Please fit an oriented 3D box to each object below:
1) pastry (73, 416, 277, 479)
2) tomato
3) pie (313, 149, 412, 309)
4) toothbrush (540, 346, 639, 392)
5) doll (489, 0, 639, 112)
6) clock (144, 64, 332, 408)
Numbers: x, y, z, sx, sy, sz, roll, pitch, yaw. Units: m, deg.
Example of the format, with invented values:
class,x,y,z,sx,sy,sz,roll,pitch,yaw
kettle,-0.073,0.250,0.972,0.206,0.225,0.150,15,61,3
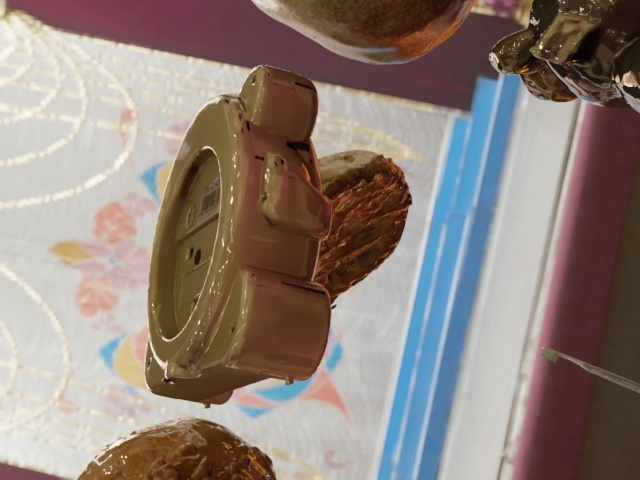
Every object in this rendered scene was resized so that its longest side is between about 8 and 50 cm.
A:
class,x,y,z,sx,sy,sz,roll,pitch,yaw
pastry,-0.174,0.366,1.302,0.316,0.284,0.184,-55,11,-8
tomato,0.047,-0.332,1.278,0.239,0.303,0.303,-60,-1,15
pie,0.000,0.000,1.552,0.315,0.092,0.315,-30,-30,-20
toothbrush,0.448,0.215,1.832,0.016,0.219,0.019,19,-89,-45
doll,0.391,-0.264,1.097,0.382,0.378,0.252,-52,-42,-2
clock,-0.086,0.001,1.131,0.284,0.114,0.309,-29,53,61
